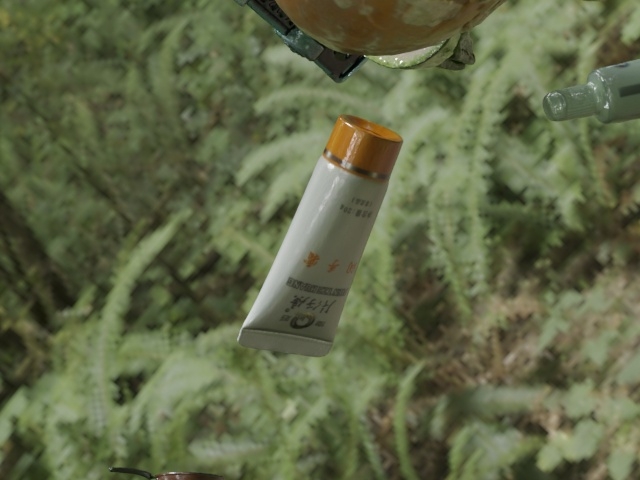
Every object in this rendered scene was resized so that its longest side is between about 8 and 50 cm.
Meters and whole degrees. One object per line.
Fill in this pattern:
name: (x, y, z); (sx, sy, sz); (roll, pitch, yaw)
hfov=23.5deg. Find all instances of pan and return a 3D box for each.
pan: (-0.152, 0.240, 1.519); (0.068, 0.115, 0.023); (126, 150, -72)

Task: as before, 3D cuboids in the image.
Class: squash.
squash: (0.096, -0.195, 1.433); (0.105, 0.105, 0.132); (-45, -21, 10)

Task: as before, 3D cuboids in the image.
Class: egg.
egg: (0.049, -0.218, 0.992); (0.233, 0.195, 0.195); (-55, 12, 39)

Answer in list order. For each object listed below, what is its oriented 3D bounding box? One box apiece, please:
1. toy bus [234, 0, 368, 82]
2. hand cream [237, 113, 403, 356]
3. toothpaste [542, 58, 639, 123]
toy bus: (-0.036, -0.276, 1.503); (0.128, 0.256, 0.147); (-47, 52, 7)
hand cream: (0.000, 0.000, 1.900); (0.089, 0.140, 0.314); (45, 120, 51)
toothpaste: (0.281, -0.119, 1.107); (0.255, 0.037, 0.067); (-12, 46, -11)
